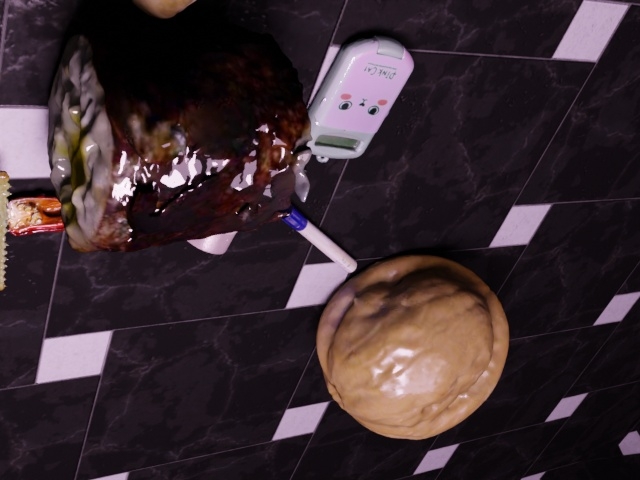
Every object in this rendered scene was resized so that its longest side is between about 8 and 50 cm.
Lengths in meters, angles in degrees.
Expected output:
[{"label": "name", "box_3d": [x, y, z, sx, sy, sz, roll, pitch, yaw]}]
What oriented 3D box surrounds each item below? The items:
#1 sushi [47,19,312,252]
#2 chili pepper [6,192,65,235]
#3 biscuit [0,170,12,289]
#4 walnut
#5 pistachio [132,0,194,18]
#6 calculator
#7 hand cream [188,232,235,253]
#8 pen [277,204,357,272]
[{"label": "sushi", "box_3d": [-0.187, -0.139, 1.146, 0.294, 0.281, 0.299, -5, 162, -29]}, {"label": "chili pepper", "box_3d": [-0.391, -0.043, 1.309, 0.267, 0.050, 0.059, -8, 94, -29]}, {"label": "biscuit", "box_3d": [-0.513, -0.017, 1.242, 0.139, 0.016, 0.231, 9, 130, -14]}, {"label": "walnut", "box_3d": [0.180, 0.220, 1.795, 0.383, 0.384, 0.384, -19, 141, -17]}, {"label": "pistachio", "box_3d": [-0.190, -0.359, 1.061, 0.126, 0.108, 0.186, 15, 127, 7]}, {"label": "calculator", "box_3d": [0.054, -0.225, 1.425, 0.141, 0.045, 0.246, 5, 130, -38]}, {"label": "hand cream", "box_3d": [-0.135, -0.099, 1.414, 0.133, 0.083, 0.248, 9, 117, -44]}, {"label": "pen", "box_3d": [0.000, -0.001, 1.645, 0.033, 0.033, 0.269, -39, 142, 9]}]
